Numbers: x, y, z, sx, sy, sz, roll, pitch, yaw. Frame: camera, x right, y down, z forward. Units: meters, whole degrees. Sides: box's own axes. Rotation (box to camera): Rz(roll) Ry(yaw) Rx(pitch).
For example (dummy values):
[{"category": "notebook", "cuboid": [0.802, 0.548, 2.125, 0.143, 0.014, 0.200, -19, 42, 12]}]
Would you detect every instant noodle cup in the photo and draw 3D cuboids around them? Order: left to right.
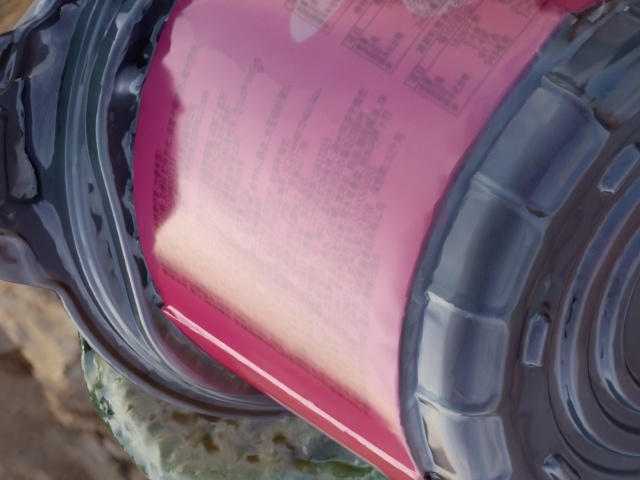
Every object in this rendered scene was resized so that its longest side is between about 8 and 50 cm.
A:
[{"category": "instant noodle cup", "cuboid": [0.059, -0.018, 0.530, 0.181, 0.302, 0.258, 36, 142, 46]}]

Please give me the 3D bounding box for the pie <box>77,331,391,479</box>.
[{"category": "pie", "cuboid": [-0.002, 0.008, 0.879, 0.302, 0.067, 0.303, -10, 66, 23]}]
